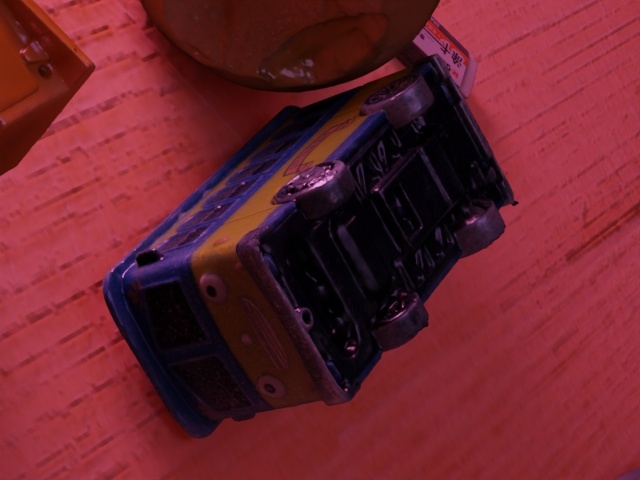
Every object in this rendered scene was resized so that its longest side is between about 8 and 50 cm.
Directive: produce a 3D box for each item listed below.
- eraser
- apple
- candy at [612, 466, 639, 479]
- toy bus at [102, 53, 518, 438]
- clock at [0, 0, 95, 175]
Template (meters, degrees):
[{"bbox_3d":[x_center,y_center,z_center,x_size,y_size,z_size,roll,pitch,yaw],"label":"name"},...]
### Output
[{"bbox_3d":[0.098,-0.185,1.716,0.122,0.029,0.052,41,46,-25],"label":"eraser"},{"bbox_3d":[-0.016,-0.254,1.468,0.279,0.279,0.279,23,56,-39],"label":"apple"},{"bbox_3d":[0.363,0.267,1.734,0.174,0.071,0.138,-17,73,-36],"label":"candy"},{"bbox_3d":[0.000,0.000,1.392,0.152,0.190,0.312,61,40,-16],"label":"toy bus"},{"bbox_3d":[-0.331,-0.146,1.123,0.317,0.200,0.244,54,38,-2],"label":"clock"}]
